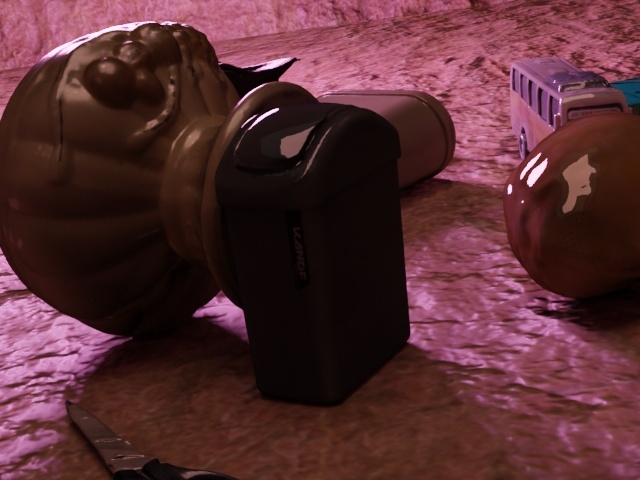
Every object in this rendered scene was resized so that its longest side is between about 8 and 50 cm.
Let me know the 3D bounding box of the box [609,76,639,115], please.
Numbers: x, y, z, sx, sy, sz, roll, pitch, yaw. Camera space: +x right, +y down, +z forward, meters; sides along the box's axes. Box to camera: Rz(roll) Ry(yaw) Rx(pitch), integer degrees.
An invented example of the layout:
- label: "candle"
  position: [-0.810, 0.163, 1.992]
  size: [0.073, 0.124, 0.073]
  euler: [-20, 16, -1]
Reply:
- label: "box"
  position: [0.458, -0.207, 1.851]
  size: [0.226, 0.042, 0.161]
  euler: [-12, 19, -15]

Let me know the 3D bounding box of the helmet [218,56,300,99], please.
- label: "helmet"
  position: [-0.178, -0.176, 1.798]
  size: [0.305, 0.177, 0.225]
  euler: [-3, 8, -5]

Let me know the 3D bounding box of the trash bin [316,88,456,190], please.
- label: "trash bin"
  position: [0.016, -0.109, 1.606]
  size: [0.243, 0.121, 0.247]
  euler: [6, 25, 39]

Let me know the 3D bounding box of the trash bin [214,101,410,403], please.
- label: "trash bin"
  position: [0.000, 0.000, 1.044]
  size: [0.101, 0.236, 0.176]
  euler: [3, 19, 29]

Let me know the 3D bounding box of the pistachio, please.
- label: "pistachio"
  position: [0.273, -0.035, 1.179]
  size: [0.181, 0.162, 0.293]
  euler: [21, 24, 23]

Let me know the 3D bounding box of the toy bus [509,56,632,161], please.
- label: "toy bus"
  position: [0.318, -0.153, 1.576]
  size: [0.097, 0.138, 0.342]
  euler: [-5, 15, 0]

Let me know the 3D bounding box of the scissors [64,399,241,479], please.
- label: "scissors"
  position: [-0.143, 0.170, 0.922]
  size: [0.109, 0.022, 0.300]
  euler: [-12, 16, -28]

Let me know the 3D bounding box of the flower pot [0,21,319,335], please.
- label: "flower pot"
  position: [-0.127, -0.053, 1.161]
  size: [0.244, 0.307, 0.307]
  euler: [8, 22, 30]
